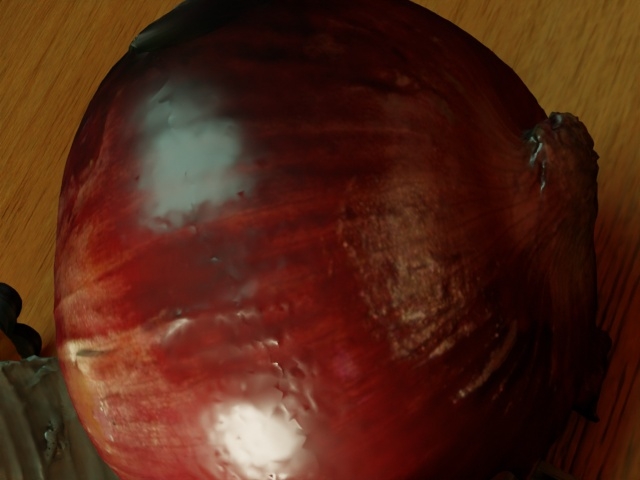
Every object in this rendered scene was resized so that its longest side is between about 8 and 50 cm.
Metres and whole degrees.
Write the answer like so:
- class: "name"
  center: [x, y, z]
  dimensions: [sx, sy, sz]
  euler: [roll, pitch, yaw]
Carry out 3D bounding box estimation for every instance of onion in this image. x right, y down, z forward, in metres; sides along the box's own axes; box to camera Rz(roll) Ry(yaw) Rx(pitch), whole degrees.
- class: "onion"
  center: [-0.004, 0.000, 0.863]
  dimensions: [0.341, 0.341, 0.341]
  euler: [-39, 29, 27]

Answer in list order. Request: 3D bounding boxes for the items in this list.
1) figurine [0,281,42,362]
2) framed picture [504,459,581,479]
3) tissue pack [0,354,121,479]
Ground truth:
- class: "figurine"
  center: [-0.349, 0.171, 1.431]
  dimensions: [0.204, 0.185, 0.332]
  euler: [-4, 34, 29]
- class: "framed picture"
  center: [0.122, 0.157, 0.831]
  dimensions: [0.066, 0.006, 0.089]
  euler: [-57, 26, -6]
- class: "tissue pack"
  center: [-0.275, 0.270, 1.050]
  dimensions: [0.388, 0.162, 0.287]
  euler: [-28, 78, 41]
